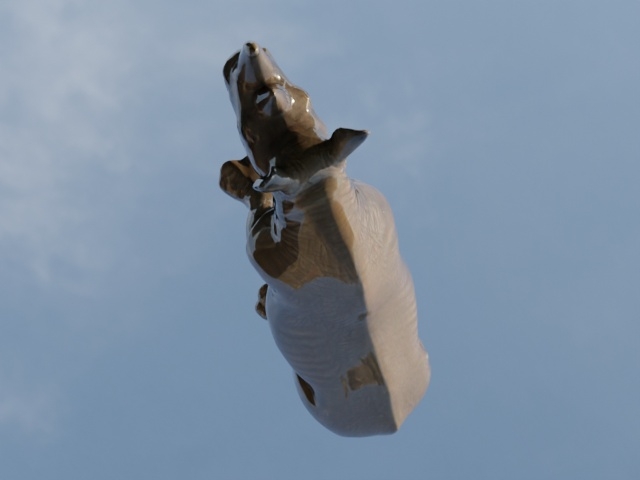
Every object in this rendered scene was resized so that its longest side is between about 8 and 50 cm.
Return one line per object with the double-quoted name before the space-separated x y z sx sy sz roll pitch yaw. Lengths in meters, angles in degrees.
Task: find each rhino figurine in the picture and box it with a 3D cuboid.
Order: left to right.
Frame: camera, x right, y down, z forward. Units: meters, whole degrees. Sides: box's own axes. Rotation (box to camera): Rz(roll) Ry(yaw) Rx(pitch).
"rhino figurine" 0.000 0.000 0.750 0.073 0.243 0.106 -23 -134 -7
